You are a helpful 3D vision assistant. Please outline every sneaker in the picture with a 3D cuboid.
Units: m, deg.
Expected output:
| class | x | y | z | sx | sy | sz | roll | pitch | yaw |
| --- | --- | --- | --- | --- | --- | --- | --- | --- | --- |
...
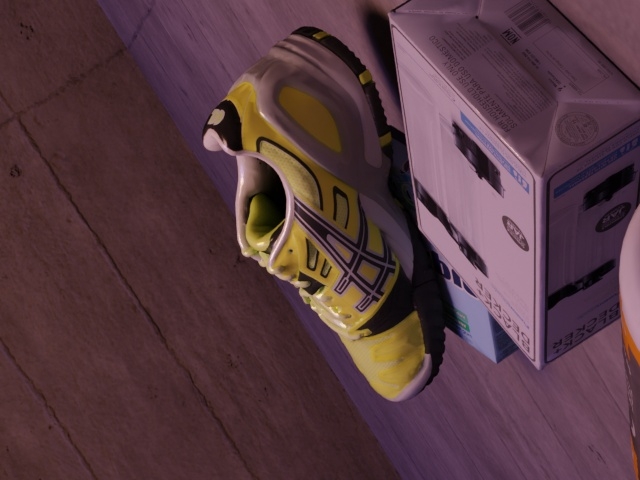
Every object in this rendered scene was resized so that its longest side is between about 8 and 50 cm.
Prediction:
| class | x | y | z | sx | sy | sz | roll | pitch | yaw |
| --- | --- | --- | --- | --- | --- | --- | --- | --- | --- |
| sneaker | 0.000 | 0.000 | 1.265 | 0.145 | 0.147 | 0.385 | 26 | 144 | 53 |

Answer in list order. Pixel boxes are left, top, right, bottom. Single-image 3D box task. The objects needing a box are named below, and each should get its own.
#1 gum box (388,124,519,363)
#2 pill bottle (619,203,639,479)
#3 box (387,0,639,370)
| class | x | y | z | sx | sy | sz | roll | pitch | yaw |
| --- | --- | --- | --- | --- | --- | --- | --- | --- | --- |
| gum box | 0.113 | 0.003 | 1.280 | 0.157 | 0.041 | 0.184 | 37 | 150 | 44 |
| pill bottle | 0.239 | 0.084 | 0.716 | 0.162 | 0.162 | 0.278 | 49 | 167 | 35 |
| box | 0.141 | -0.045 | 0.988 | 0.169 | 0.087 | 0.290 | 52 | 169 | 27 |
